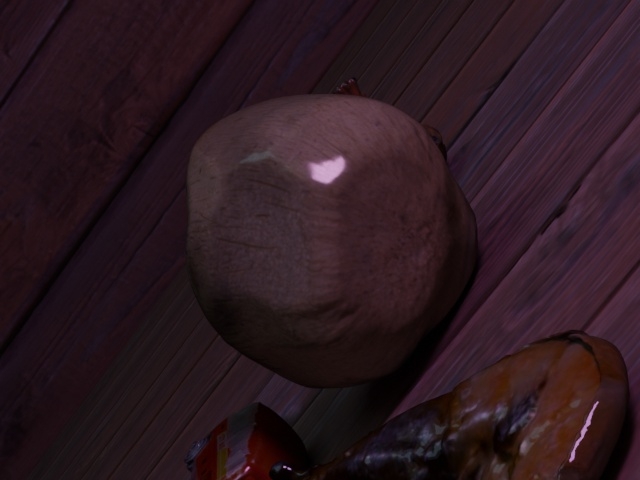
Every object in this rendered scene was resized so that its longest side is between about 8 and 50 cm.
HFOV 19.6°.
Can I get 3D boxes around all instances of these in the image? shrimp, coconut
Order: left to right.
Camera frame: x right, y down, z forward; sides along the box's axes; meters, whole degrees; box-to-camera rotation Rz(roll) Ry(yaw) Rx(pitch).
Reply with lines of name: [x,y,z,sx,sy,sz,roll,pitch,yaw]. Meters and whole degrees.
coconut: [0.000,0.000,1.293,0.224,0.224,0.224,-54,8,11]
shrimp: [0.047,0.152,0.900,0.289,0.075,0.178,-30,26,41]

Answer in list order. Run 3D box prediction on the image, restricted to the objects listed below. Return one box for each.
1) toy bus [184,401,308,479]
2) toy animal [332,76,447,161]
toy bus: [-0.051,0.173,1.327,0.077,0.079,0.174,-45,9,10]
toy animal: [0.032,-0.025,1.640,0.255,0.114,0.116,-55,50,32]
